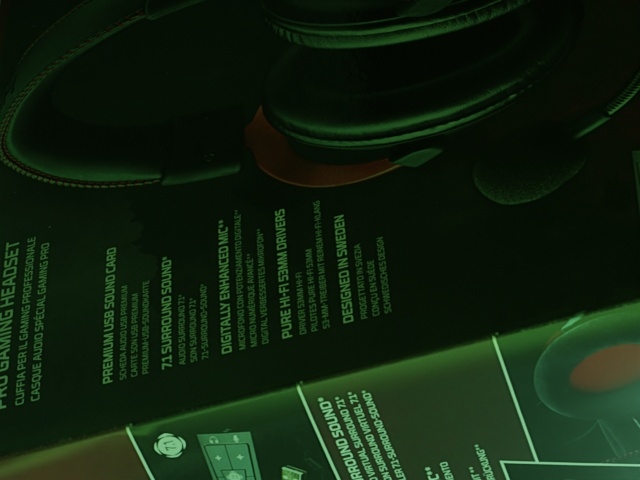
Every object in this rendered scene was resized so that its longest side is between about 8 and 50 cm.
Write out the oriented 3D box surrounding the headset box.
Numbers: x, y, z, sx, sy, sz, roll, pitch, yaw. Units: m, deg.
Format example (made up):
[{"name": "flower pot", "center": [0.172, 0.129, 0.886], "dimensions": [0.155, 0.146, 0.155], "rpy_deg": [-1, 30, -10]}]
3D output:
[{"name": "headset box", "center": [0.000, 0.000, 0.577], "dimensions": [0.293, 0.218, 0.110], "rpy_deg": [-14, 132, 11]}]
